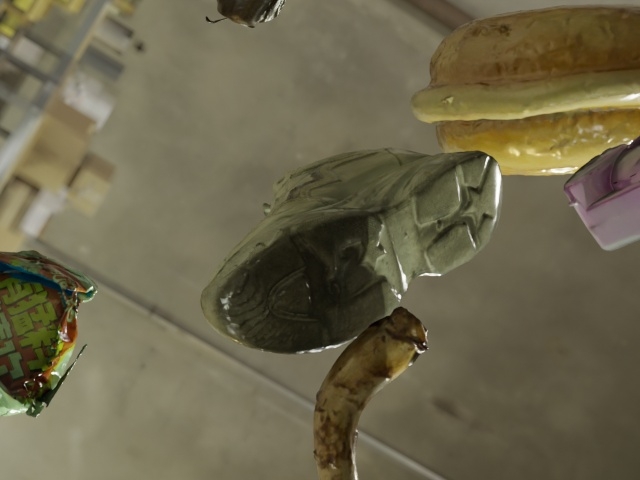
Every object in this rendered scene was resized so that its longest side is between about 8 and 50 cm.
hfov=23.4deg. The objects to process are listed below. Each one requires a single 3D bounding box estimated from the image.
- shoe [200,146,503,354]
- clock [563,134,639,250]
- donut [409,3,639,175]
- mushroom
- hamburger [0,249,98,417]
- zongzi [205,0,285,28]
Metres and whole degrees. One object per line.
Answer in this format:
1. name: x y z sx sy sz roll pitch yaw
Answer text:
1. shoe: 0.000 0.000 1.528 0.342 0.132 0.210 -28 -156 -32
2. clock: 0.343 -0.090 1.268 0.248 0.090 0.227 -33 -179 -23
3. donut: 0.330 -0.178 1.875 0.449 0.448 0.198 -174 -99 -78
4. mushroom: 0.018 0.244 1.432 0.208 0.232 0.302 63 20 -66
5. hamburger: -0.435 0.134 2.025 0.150 0.276 0.261 84 7 -57
6. zongzi: -0.029 -0.258 1.446 0.187 0.084 0.184 -60 -150 20
